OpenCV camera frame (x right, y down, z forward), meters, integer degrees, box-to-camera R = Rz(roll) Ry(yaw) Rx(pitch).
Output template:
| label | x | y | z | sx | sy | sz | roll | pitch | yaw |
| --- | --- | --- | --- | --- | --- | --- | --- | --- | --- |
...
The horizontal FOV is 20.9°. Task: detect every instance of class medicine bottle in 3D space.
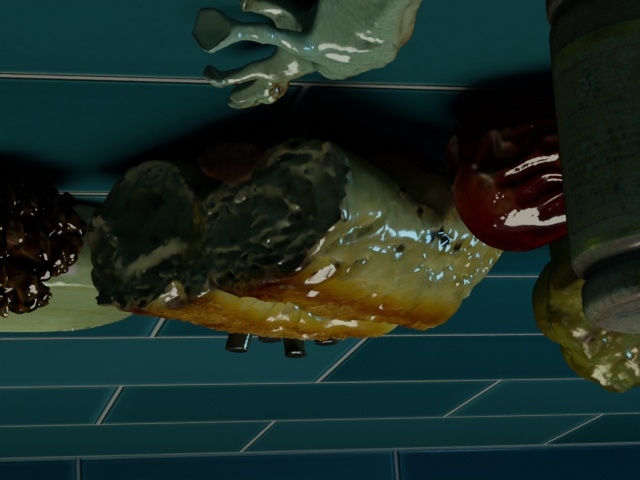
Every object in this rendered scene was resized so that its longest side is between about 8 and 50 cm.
| label | x | y | z | sx | sy | sz | roll | pitch | yaw |
| --- | --- | --- | --- | --- | --- | --- | --- | --- | --- |
| medicine bottle | 0.249 | -0.102 | 1.279 | 0.151 | 0.322 | 0.151 | -3 | 164 | -1 |

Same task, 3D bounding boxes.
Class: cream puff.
| label | x | y | z | sx | sy | sz | roll | pitch | yaw |
| --- | --- | --- | --- | --- | --- | --- | --- | --- | --- |
| cream puff | 0.387 | 0.048 | 2.127 | 0.282 | 0.185 | 0.282 | -9 | 125 | -13 |

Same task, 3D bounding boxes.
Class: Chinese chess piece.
| label | x | y | z | sx | sy | sz | roll | pitch | yaw |
| --- | --- | --- | --- | --- | --- | --- | --- | --- | --- |
| Chinese chess piece | -0.326 | 0.035 | 1.993 | 0.250 | 0.101 | 0.250 | -4 | 163 | -1 |

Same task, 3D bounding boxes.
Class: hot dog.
| label | x | y | z | sx | sy | sz | roll | pitch | yaw |
| --- | --- | --- | --- | --- | --- | --- | --- | --- | --- |
| hot dog | 0.000 | 0.000 | 1.816 | 0.367 | 0.196 | 0.365 | -10 | 161 | 39 |

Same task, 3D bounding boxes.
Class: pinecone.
| label | x | y | z | sx | sy | sz | roll | pitch | yaw |
| --- | --- | --- | --- | --- | --- | --- | --- | --- | --- |
| pinecone | -0.323 | 0.000 | 1.798 | 0.173 | 0.173 | 0.173 | -4 | 164 | -1 |

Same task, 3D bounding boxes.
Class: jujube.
| label | x | y | z | sx | sy | sz | roll | pitch | yaw |
| --- | --- | --- | --- | --- | --- | --- | --- | --- | --- |
| jujube | 0.234 | -0.075 | 1.669 | 0.230 | 0.155 | 0.155 | -10 | 162 | 17 |

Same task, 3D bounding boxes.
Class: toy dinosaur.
| label | x | y | z | sx | sy | sz | roll | pitch | yaw |
| --- | --- | --- | --- | --- | --- | --- | --- | --- | --- |
| toy dinosaur | 0.018 | -0.183 | 1.362 | 0.393 | 0.092 | 0.205 | -19 | 158 | 38 |

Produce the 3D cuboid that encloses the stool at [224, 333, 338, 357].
| label | x | y | z | sx | sy | sz | roll | pitch | yaw |
| --- | --- | --- | --- | --- | --- | --- | --- | --- | --- |
| stool | -0.024 | 0.061 | 2.092 | 0.228 | 0.139 | 0.153 | -5 | 165 | 13 |
